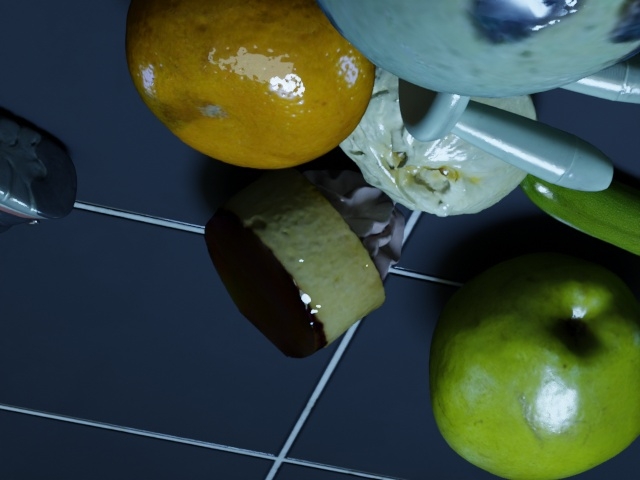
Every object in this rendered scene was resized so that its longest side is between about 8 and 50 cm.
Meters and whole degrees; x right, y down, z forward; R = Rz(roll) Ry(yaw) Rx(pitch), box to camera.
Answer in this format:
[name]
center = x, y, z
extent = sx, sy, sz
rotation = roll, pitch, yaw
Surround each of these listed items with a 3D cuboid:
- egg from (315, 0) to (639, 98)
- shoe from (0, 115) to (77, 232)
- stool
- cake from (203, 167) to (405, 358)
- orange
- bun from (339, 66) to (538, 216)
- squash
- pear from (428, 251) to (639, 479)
[egg]
center = 0.140, -0.280, 1.356
extent = 0.345, 0.345, 0.428
rotation = 18, 143, -19
[shoe]
center = -0.398, -0.082, 1.942
extent = 0.291, 0.114, 0.137
rotation = 23, 148, -30
[stool]
center = 0.186, -0.165, 1.659
extent = 0.199, 0.195, 0.195
rotation = 12, 145, -13
[cake]
center = 0.000, 0.000, 1.974
extent = 0.185, 0.178, 0.208
rotation = 54, 155, 1
[orange]
center = -0.060, -0.173, 1.699
extent = 0.240, 0.171, 0.240
rotation = 10, 148, 6
[bun]
center = 0.111, -0.095, 1.833
extent = 0.222, 0.127, 0.222
rotation = 3, 149, 2
[squash]
center = 0.305, -0.029, 1.960
extent = 0.258, 0.069, 0.069
rotation = 23, 142, -23
[pear]
center = 0.241, 0.144, 2.067
extent = 0.253, 0.253, 0.307
rotation = 6, 159, -1
